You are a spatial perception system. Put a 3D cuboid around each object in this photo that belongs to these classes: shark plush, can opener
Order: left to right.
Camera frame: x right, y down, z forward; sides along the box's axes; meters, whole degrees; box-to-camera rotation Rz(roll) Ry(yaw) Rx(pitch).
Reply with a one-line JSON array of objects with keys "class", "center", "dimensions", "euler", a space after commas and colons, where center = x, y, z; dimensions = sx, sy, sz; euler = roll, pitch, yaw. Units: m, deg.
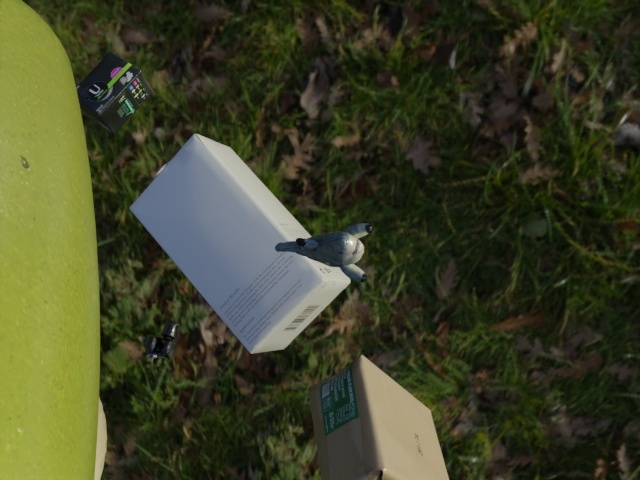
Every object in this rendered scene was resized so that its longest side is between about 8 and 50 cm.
[{"class": "can opener", "center": [-0.273, 0.171, 1.391], "dimensions": [0.059, 0.186, 0.073], "euler": [7, 87, -5]}, {"class": "shark plush", "center": [0.000, 0.000, 1.051], "dimensions": [0.067, 0.161, 0.073], "euler": [12, 94, -41]}]

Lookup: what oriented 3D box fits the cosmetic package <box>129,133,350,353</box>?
[{"class": "cosmetic package", "center": [-0.147, 0.005, 1.507], "dimensions": [0.197, 0.155, 0.365], "euler": [-44, 73, 13]}]

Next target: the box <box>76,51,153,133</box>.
[{"class": "box", "center": [-0.279, -0.198, 1.114], "dimensions": [0.062, 0.052, 0.083], "euler": [33, 76, 22]}]

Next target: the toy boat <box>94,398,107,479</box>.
[{"class": "toy boat", "center": [-0.333, 0.187, 0.715], "dimensions": [0.318, 0.148, 0.267], "euler": [32, 64, 26]}]

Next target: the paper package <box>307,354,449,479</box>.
[{"class": "paper package", "center": [0.137, 0.472, 1.835], "dimensions": [0.168, 0.309, 0.324], "euler": [-34, 35, 19]}]

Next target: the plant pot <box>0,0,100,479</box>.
[{"class": "plant pot", "center": [-0.225, 0.004, 0.410], "dimensions": [0.275, 0.274, 0.293], "euler": [4, 53, -1]}]
